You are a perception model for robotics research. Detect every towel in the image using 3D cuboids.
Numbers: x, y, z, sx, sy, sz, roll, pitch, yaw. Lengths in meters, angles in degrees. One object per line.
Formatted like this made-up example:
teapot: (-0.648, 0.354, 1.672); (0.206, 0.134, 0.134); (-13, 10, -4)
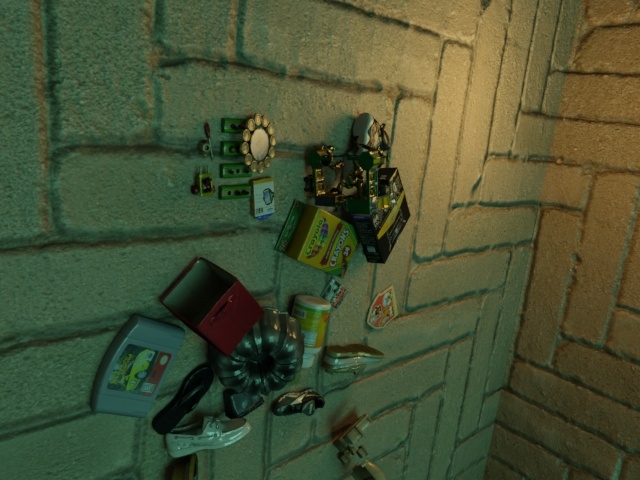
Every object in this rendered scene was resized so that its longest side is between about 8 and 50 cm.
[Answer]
towel: (-0.127, 0.501, 1.975); (0.148, 0.027, 0.110); (9, 97, -44)

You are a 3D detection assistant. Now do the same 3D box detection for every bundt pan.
bundt pan: (-0.200, 0.383, 1.690); (0.330, 0.124, 0.331); (-7, 122, -11)

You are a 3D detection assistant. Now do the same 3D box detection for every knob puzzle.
knob puzzle: (0.275, 0.314, 2.292); (0.213, 0.030, 0.213); (-17, 116, -39)

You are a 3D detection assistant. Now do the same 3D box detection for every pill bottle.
pill bottle: (-0.052, 0.334, 1.910); (0.136, 0.136, 0.246); (6, 100, -45)

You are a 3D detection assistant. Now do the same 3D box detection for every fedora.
fedora: (-0.450, 0.796, 1.706); (0.079, 0.194, 0.195); (2, 106, -6)

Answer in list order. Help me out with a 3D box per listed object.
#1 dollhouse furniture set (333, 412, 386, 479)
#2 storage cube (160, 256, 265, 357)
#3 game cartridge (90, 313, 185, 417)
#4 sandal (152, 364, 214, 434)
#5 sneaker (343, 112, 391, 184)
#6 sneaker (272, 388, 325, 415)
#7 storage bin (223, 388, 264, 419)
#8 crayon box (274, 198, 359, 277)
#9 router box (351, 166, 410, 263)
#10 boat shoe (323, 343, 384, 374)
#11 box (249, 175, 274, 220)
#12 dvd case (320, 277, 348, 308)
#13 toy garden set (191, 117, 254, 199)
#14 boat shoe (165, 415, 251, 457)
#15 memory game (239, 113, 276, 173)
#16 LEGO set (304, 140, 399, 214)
dollhouse furniture set: (0.246, 0.952, 2.249); (0.173, 0.355, 0.303); (-35, 164, -29)
storage cube: (-0.320, 0.199, 1.560); (0.184, 0.215, 0.193); (-51, 139, -19)
game cartridge: (-0.540, 0.372, 1.518); (0.196, 0.060, 0.294); (28, 84, -41)
sandal: (-0.428, 0.520, 1.672); (0.254, 0.054, 0.097); (-52, 133, -17)
sneaker: (0.180, -0.326, 1.925); (0.153, 0.101, 0.269); (10, 95, -42)
sneaker: (-0.075, 0.640, 2.016); (0.234, 0.106, 0.078); (-2, 105, -43)
storage bin: (-0.272, 0.551, 1.813); (0.135, 0.098, 0.091); (-25, 110, -36)
crayon box: (0.000, 0.000, 1.883); (0.318, 0.081, 0.202); (23, 88, -45)
router box: (0.243, -0.100, 2.020); (0.309, 0.081, 0.243); (-55, 137, -40)
boat shoe: (0.136, 0.503, 2.176); (0.302, 0.113, 0.103); (10, 99, -34)
box: (-0.190, -0.136, 1.692); (0.081, 0.028, 0.136); (-17, 118, -39)
dvd case: (0.056, 0.211, 2.058); (0.119, 0.013, 0.087); (43, 74, -44)
toy garden set: (-0.283, -0.239, 1.551); (0.203, 0.049, 0.245); (-9, 110, -42)
boat shoe: (-0.367, 0.623, 1.697); (0.276, 0.098, 0.096); (-11, 101, -18)
memory game: (-0.191, -0.300, 1.606); (0.186, 0.012, 0.186); (-28, 122, -57)
LEGO set: (0.125, -0.214, 1.773); (0.192, 0.331, 0.255); (-20, 105, -46)
